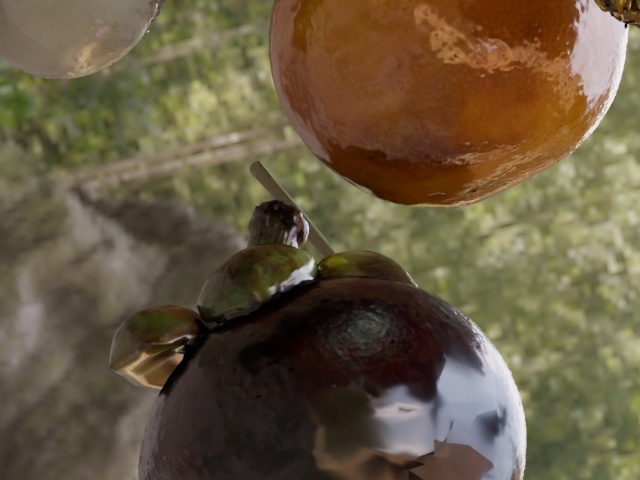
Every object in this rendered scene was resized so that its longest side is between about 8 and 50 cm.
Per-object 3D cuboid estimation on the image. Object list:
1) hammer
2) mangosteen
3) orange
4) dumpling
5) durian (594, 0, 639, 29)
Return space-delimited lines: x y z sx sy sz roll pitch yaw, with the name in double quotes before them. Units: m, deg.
"hammer" 0.000 0.000 1.786 0.199 0.013 0.062 50 -31 17
"mangosteen" -0.003 0.156 1.526 0.330 0.330 0.330 -14 90 -85
"orange" 0.093 -0.144 1.419 0.261 0.261 0.261 -14 90 -85
"dumpling" -0.208 -0.198 1.411 0.247 0.172 0.142 -31 -121 50
"durian" 0.232 -0.207 1.183 0.250 0.138 0.183 -25 97 -50
